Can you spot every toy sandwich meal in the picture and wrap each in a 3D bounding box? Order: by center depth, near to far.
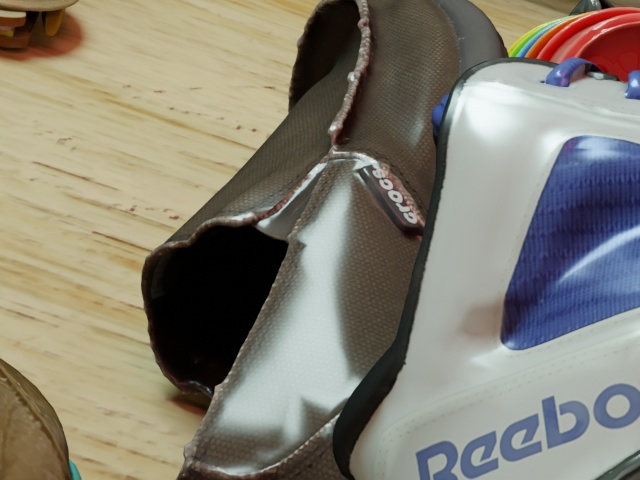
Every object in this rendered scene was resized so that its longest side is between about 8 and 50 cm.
[{"bbox_3d":[-0.165,-0.129,0.810,0.085,0.029,0.085,13,27,-7],"label":"toy sandwich meal"}]

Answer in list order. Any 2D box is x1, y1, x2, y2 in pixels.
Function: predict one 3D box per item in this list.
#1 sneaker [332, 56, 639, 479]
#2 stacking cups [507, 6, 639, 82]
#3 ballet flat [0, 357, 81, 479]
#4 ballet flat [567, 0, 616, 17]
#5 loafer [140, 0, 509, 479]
[{"bbox_3d":[0.125,-0.004,0.410,0.315,0.127,0.182,-35,53,-5],"label":"sneaker"},{"bbox_3d":[0.124,-0.051,0.670,0.096,0.096,0.316,20,9,2],"label":"stacking cups"},{"bbox_3d":[-0.119,0.141,0.263,0.124,0.116,0.342,47,34,-38],"label":"ballet flat"},{"bbox_3d":[0.217,-0.092,0.930,0.173,0.049,0.057,34,35,23],"label":"ballet flat"},{"bbox_3d":[0.000,0.000,0.594,0.130,0.134,0.366,11,33,-7],"label":"loafer"}]
